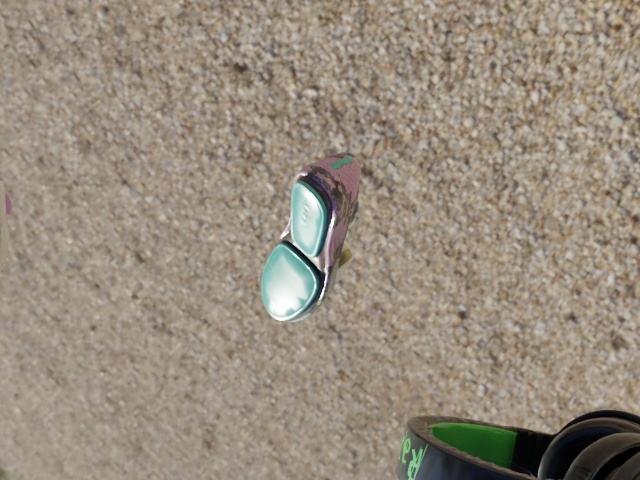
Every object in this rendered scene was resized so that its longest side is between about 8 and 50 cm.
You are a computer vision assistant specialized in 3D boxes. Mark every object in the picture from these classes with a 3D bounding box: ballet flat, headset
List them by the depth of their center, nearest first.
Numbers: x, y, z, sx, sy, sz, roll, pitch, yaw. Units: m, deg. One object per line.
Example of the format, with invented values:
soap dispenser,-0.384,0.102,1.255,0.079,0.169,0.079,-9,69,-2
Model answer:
headset,0.254,0.246,0.782,0.393,0.185,0.243,11,180,5
ballet flat,0.000,0.000,0.893,0.077,0.079,0.222,45,146,21

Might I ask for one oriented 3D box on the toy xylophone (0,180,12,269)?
toy xylophone,-0.388,0.043,0.668,0.236,0.322,0.081,-22,87,33
